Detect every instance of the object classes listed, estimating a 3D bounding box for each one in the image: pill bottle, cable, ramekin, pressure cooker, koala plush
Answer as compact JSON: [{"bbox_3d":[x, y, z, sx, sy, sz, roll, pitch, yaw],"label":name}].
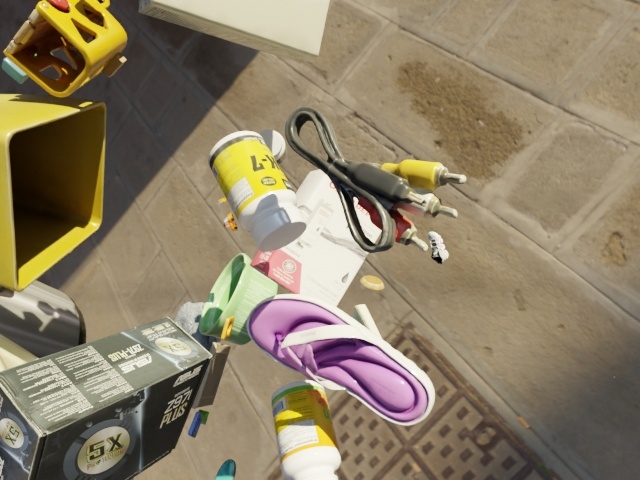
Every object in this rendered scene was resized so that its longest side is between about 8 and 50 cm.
[{"bbox_3d":[-0.125,-0.233,1.115,0.078,0.137,0.078,0,93,-2],"label":"pill bottle"},{"bbox_3d":[0.047,-0.082,0.612,0.287,0.072,0.140,36,102,37],"label":"cable"},{"bbox_3d":[-0.277,0.210,1.535,0.303,0.148,0.304,-46,26,30],"label":"ramekin"},{"bbox_3d":[-0.031,0.462,1.017,0.136,0.136,0.246,-37,43,19],"label":"pill bottle"},{"bbox_3d":[-0.810,0.219,0.982,0.375,0.420,0.370,2,64,21],"label":"pressure cooker"},{"bbox_3d":[-0.463,0.362,1.711,0.196,0.203,0.221,-33,32,0],"label":"koala plush"},{"bbox_3d":[-0.116,-0.090,0.833,0.119,0.119,0.209,-37,71,19],"label":"pill bottle"}]

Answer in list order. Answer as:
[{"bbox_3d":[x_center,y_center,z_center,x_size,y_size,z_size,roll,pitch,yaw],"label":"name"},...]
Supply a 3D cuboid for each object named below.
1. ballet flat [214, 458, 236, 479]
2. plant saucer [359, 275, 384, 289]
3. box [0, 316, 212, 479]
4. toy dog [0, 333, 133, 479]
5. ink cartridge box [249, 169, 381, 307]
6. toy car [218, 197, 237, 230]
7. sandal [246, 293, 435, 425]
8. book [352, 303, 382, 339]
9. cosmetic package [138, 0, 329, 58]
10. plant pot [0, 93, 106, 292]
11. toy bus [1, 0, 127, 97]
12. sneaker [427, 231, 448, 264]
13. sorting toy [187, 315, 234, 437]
[{"bbox_3d":[-0.350,0.894,1.590,0.074,0.074,0.203,-6,52,32],"label":"ballet flat"},{"bbox_3d":[0.169,0.134,1.444,0.083,0.083,0.015,31,115,36],"label":"plant saucer"},{"bbox_3d":[-0.214,0.175,0.435,0.077,0.180,0.148,33,111,23],"label":"box"},{"bbox_3d":[-0.490,0.360,0.565,0.284,0.396,0.408,25,63,34],"label":"toy dog"},{"bbox_3d":[0.000,0.000,1.058,0.283,0.207,0.117,-58,22,-9],"label":"ink cartridge box"},{"bbox_3d":[-0.299,-0.080,1.425,0.040,0.060,0.122,-20,49,-9],"label":"toy car"},{"bbox_3d":[0.024,0.226,0.877,0.415,0.102,0.170,21,101,18],"label":"sandal"},{"bbox_3d":[0.134,0.273,1.307,0.144,0.035,0.096,-118,31,-48],"label":"book"},{"bbox_3d":[-0.159,-0.434,0.822,0.160,0.309,0.113,34,116,54],"label":"cosmetic package"},{"bbox_3d":[-0.436,-0.092,0.601,0.187,0.212,0.212,15,116,-3],"label":"plant pot"},{"bbox_3d":[-0.328,-0.280,0.620,0.202,0.104,0.191,-52,27,-13],"label":"toy bus"},{"bbox_3d":[0.340,0.027,1.310,0.038,0.069,0.098,-27,100,42],"label":"sneaker"},{"bbox_3d":[-0.326,0.388,1.302,0.047,0.196,0.348,15,75,5],"label":"sorting toy"}]
